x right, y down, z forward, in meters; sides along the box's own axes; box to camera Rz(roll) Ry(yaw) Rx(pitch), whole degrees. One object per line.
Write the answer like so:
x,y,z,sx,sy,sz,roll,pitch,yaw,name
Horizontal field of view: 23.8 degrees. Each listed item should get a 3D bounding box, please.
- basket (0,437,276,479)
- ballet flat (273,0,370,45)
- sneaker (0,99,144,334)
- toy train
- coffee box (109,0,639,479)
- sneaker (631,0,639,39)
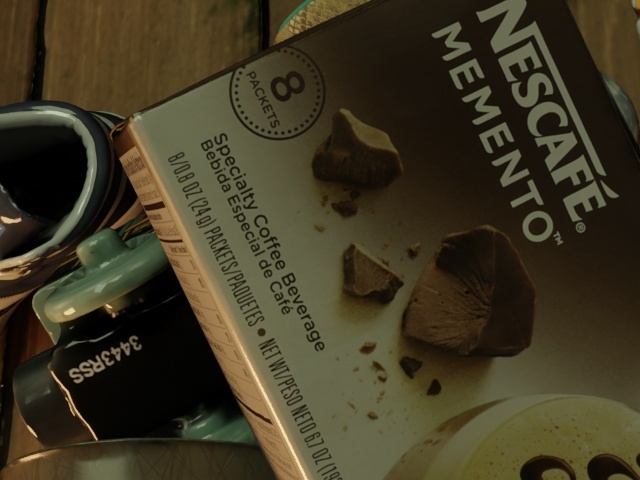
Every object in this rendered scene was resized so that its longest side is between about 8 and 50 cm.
-0.052,0.220,0.669,0.154,0.204,0.226,-17,64,31,basket
0.067,-0.141,0.895,0.206,0.073,0.067,-29,64,18,ballet flat
-0.219,0.022,0.896,0.282,0.153,0.099,-44,87,0,sneaker
0.000,0.000,0.775,0.334,0.142,0.190,-29,12,9,toy train
0.057,0.052,0.598,0.168,0.297,0.119,-26,5,-10,coffee box
0.217,-0.186,0.824,0.083,0.084,0.214,-6,67,26,sneaker
